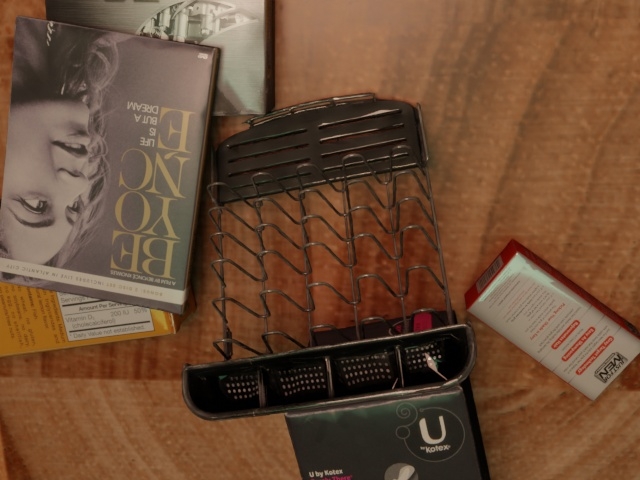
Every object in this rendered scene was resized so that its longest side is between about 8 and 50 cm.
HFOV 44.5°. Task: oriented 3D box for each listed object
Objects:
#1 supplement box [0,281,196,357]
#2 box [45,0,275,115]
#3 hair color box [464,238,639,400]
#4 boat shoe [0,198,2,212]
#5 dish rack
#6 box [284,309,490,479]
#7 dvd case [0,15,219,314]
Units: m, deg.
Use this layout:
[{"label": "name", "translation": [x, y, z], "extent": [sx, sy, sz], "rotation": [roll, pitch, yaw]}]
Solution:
[{"label": "supplement box", "translation": [-0.240, 0.056, 0.720], "extent": [0.234, 0.078, 0.080], "rotation": [-6, 102, 7]}, {"label": "box", "translation": [-0.129, -0.220, 0.635], "extent": [0.183, 0.056, 0.231], "rotation": [4, 107, 6]}, {"label": "hair color box", "translation": [0.205, 0.070, 0.691], "extent": [0.141, 0.043, 0.072], "rotation": [36, 107, -4]}, {"label": "boat shoe", "translation": [-0.275, -0.025, 0.714], "extent": [0.153, 0.056, 0.048], "rotation": [-1, 97, 5]}, {"label": "dish rack", "translation": [0.000, 0.000, 0.608], "extent": [0.208, 0.074, 0.271], "rotation": [-10, 66, 10]}, {"label": "box", "translation": [0.077, 0.221, 0.687], "extent": [0.143, 0.165, 0.270], "rotation": [-11, 105, 10]}, {"label": "dvd case", "translation": [-0.178, -0.059, 0.640], "extent": [0.165, 0.018, 0.221], "rotation": [10, 103, 4]}]
